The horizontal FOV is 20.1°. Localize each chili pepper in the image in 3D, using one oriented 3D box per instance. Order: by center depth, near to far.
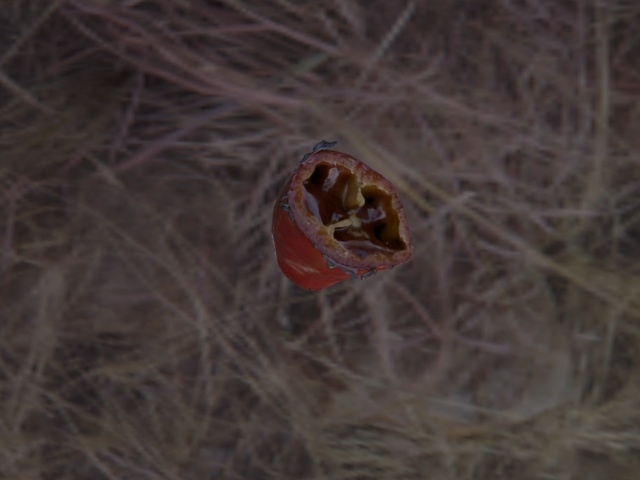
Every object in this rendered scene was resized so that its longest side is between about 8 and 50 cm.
[{"bbox_3d":[0.004,0.002,1.146,0.065,0.169,0.088,-38,86,-16],"label":"chili pepper"}]

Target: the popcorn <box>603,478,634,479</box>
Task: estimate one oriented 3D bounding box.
[{"bbox_3d":[0.078,0.156,0.166,0.247,0.282,0.282,46,67,-38],"label":"popcorn"}]
